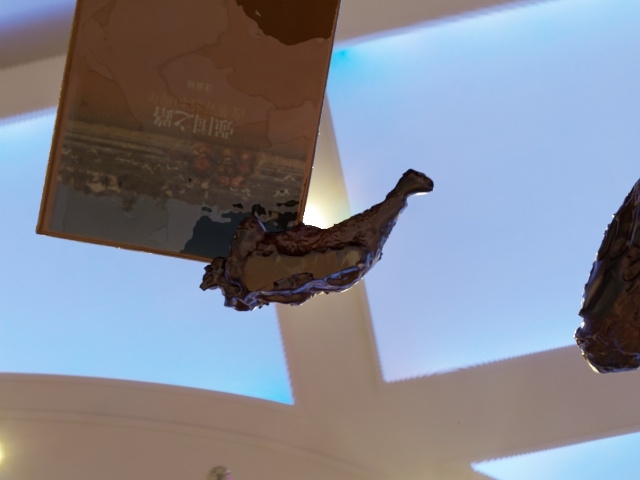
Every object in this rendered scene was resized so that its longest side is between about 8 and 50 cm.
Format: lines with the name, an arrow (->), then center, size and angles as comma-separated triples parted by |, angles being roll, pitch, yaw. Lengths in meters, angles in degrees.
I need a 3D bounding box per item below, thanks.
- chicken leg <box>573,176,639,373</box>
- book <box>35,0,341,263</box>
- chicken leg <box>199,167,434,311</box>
chicken leg -> 0.358, 0.006, 1.062 | 0.177, 0.083, 0.322 | 38, -69, 27
book -> -0.122, -0.167, 1.119 | 0.262, 0.028, 0.374 | 10, -91, -12
chicken leg -> 0.000, 0.006, 0.961 | 0.219, 0.048, 0.089 | -16, -69, -3
